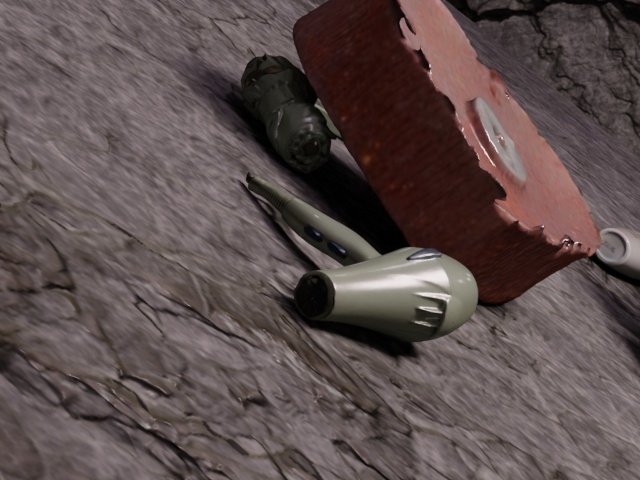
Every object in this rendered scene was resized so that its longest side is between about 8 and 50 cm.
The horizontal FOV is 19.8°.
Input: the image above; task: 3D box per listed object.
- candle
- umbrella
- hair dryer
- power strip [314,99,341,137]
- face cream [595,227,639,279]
[{"bbox_3d":[0.105,-0.056,1.507,0.317,0.131,0.287,46,18,-26],"label":"candle"},{"bbox_3d":[-0.028,-0.110,1.492,0.067,0.062,0.143,8,31,-21],"label":"umbrella"},{"bbox_3d":[-0.002,0.005,1.209,0.199,0.067,0.167,32,16,19],"label":"hair dryer"},{"bbox_3d":[0.005,-0.114,1.689,0.083,0.017,0.027,29,18,-31],"label":"power strip"},{"bbox_3d":[0.369,0.016,2.159,0.072,0.051,0.182,40,12,25],"label":"face cream"}]
